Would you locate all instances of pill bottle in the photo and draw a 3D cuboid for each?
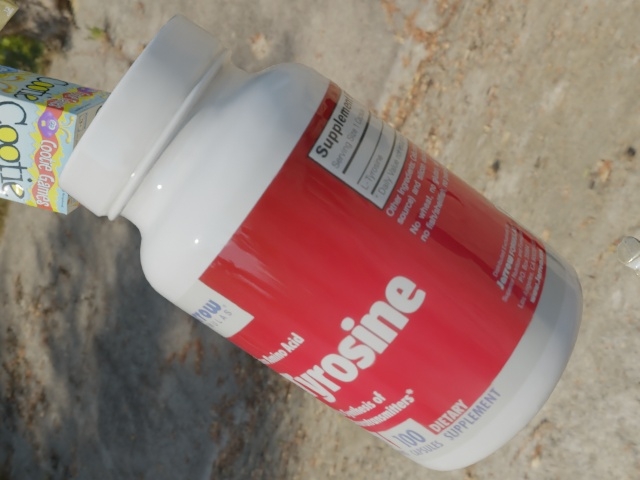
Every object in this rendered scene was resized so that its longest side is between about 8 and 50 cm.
[{"bbox_3d":[0.000,0.000,0.708,0.229,0.407,0.229,-52,11,15],"label":"pill bottle"}]

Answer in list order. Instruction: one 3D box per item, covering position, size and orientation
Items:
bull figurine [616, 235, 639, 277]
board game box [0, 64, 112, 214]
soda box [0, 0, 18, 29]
[{"bbox_3d":[0.318,0.043,0.619,0.101,0.188,0.310,-42,48,46],"label":"bull figurine"},{"bbox_3d":[-0.439,-0.152,1.125,0.142,0.275,0.144,-68,-9,-69],"label":"board game box"},{"bbox_3d":[-0.364,-0.178,0.764,0.181,0.061,0.058,-44,56,13],"label":"soda box"}]
